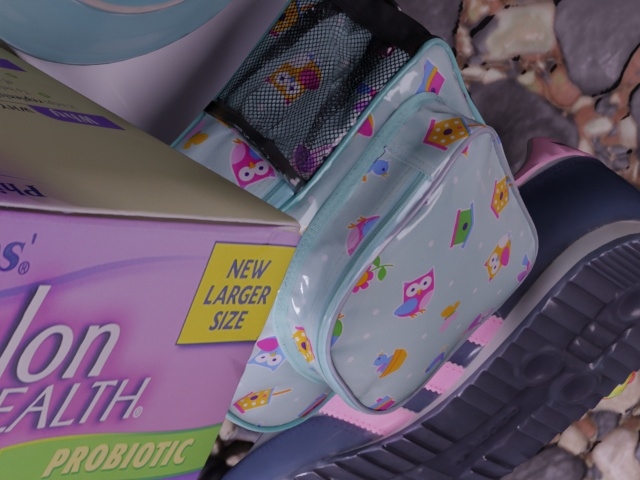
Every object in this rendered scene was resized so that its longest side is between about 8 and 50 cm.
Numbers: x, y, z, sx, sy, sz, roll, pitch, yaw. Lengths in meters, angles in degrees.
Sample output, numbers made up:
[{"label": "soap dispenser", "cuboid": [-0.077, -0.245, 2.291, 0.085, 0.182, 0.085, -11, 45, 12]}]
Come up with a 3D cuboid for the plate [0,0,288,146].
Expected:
[{"label": "plate", "cuboid": [-0.047, -0.186, 0.584, 0.278, 0.045, 0.277, -49, 143, -7]}]

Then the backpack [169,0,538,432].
[{"label": "backpack", "cuboid": [0.000, 0.000, 0.632, 0.188, 0.144, 0.166, -41, 148, -4]}]

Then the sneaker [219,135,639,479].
[{"label": "sneaker", "cuboid": [0.049, 0.073, 0.754, 0.319, 0.131, 0.112, -38, 131, 13]}]

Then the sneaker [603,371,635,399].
[{"label": "sneaker", "cuboid": [0.176, 0.048, 0.839, 0.208, 0.081, 0.094, -28, 123, -9]}]

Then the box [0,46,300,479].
[{"label": "box", "cuboid": [-0.172, -0.010, 0.439, 0.213, 0.243, 0.117, 3, 113, -57]}]

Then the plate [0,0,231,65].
[{"label": "plate", "cuboid": [-0.067, -0.152, 0.532, 0.188, 0.024, 0.188, -26, 134, -31]}]
